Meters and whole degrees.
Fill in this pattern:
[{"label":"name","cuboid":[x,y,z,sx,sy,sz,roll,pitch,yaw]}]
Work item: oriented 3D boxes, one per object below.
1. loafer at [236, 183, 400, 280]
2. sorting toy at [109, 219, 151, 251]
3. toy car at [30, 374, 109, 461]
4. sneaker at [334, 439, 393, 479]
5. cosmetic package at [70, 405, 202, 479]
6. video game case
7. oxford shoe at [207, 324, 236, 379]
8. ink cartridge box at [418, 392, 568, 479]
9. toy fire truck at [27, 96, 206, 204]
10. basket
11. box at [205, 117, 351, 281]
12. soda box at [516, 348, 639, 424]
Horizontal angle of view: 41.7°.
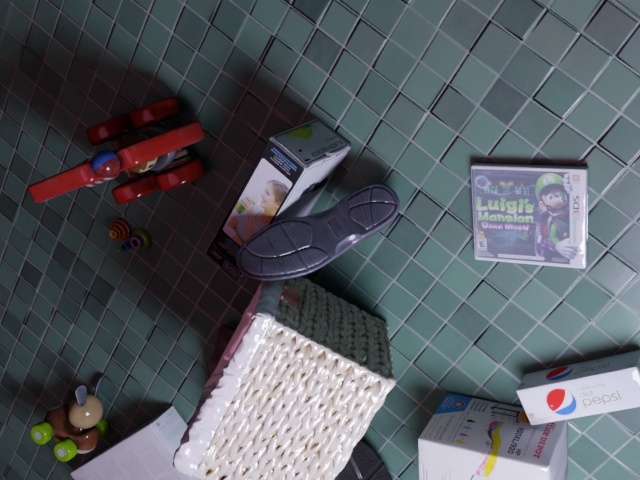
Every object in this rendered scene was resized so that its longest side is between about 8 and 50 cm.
[{"label":"loafer","cuboid":[0.000,0.000,1.476,0.303,0.095,0.109,-25,74,-7]},{"label":"sorting toy","cuboid":[-0.424,-0.003,1.838,0.102,0.042,0.061,27,121,17]},{"label":"toy car","cuboid":[-0.590,0.413,2.052,0.149,0.155,0.188,31,113,14]},{"label":"sneaker","cuboid":[0.048,0.619,1.753,0.258,0.169,0.447,-18,100,42]},{"label":"cosmetic package","cuboid":[-0.409,0.602,2.057,0.377,0.097,0.284,-34,90,35]},{"label":"video game case","cuboid":[0.348,-0.042,1.403,0.191,0.022,0.173,5,113,28]},{"label":"oxford shoe","cuboid":[-0.197,0.306,1.829,0.098,0.097,0.271,32,121,37]},{"label":"ink cartridge box","cuboid":[0.316,0.407,1.523,0.233,0.171,0.168,7,114,26]},{"label":"toy fire truck","cuboid":[-0.383,-0.152,1.622,0.302,0.254,0.169,-13,104,33]},{"label":"basket","cuboid":[-0.060,0.264,1.508,0.267,0.328,0.331,29,103,-5]},{"label":"box","cuboid":[-0.078,-0.074,1.541,0.087,0.169,0.290,42,126,11]},{"label":"soda box","cuboid":[0.454,0.253,1.442,0.216,0.069,0.073,-20,99,33]}]
